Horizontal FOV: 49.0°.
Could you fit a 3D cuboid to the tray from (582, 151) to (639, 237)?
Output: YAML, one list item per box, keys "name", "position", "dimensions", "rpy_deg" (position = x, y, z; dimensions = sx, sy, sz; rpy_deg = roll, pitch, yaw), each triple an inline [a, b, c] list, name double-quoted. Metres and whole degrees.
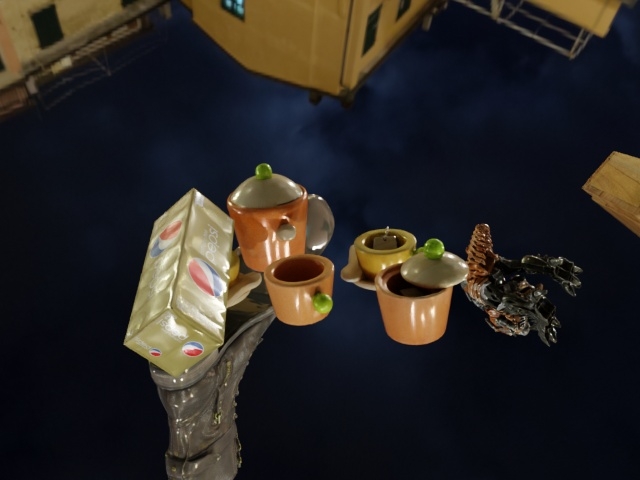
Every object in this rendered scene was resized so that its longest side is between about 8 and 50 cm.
- name: "tray"
  position: [0.541, 0.048, 0.898]
  dimensions: [0.411, 0.203, 0.076]
  rpy_deg: [36, -77, -6]

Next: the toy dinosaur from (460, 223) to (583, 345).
- name: "toy dinosaur"
  position: [0.349, 0.093, 1.324]
  dimensions: [0.218, 0.322, 0.164]
  rpy_deg: [12, -101, 40]

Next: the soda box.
- name: "soda box"
  position: [-0.124, 0.033, 0.641]
  dimensions: [0.058, 0.061, 0.181]
  rpy_deg: [42, -156, -27]

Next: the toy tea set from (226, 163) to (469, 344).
- name: "toy tea set"
  position: [0.000, 0.000, 0.753]
  dimensions: [0.336, 0.124, 0.200]
  rpy_deg: [7, -153, 25]

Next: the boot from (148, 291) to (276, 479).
- name: "boot"
  position: [-0.132, 0.205, 0.914]
  dimensions: [0.091, 0.229, 0.263]
  rpy_deg: [10, -154, 28]

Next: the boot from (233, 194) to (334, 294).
- name: "boot"
  position: [-0.094, 0.020, 1.153]
  dimensions: [0.305, 0.115, 0.112]
  rpy_deg: [-41, -73, -39]
